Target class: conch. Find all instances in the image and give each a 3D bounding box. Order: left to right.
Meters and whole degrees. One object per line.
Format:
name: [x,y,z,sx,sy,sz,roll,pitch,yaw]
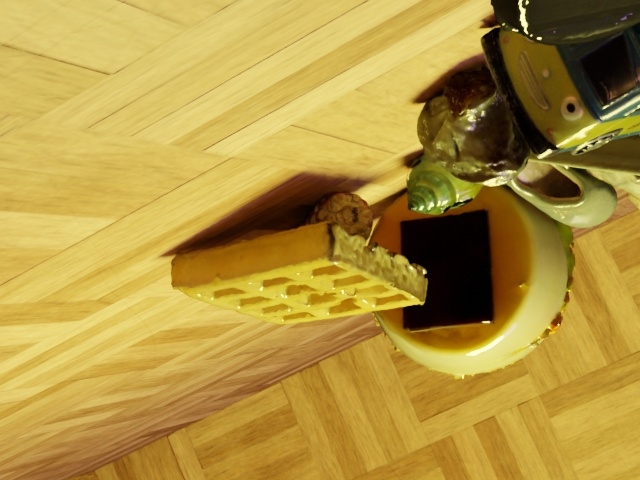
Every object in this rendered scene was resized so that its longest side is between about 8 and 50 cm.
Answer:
conch: [0.157,-0.079,1.609,0.095,0.079,0.201,-8,-173,28]

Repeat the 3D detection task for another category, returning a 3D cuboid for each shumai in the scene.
shumai: [0.158,-0.122,1.295,0.099,0.124,0.087,-48,161,-30]

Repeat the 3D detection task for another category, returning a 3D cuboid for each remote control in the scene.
remote control: [0.278,-0.103,1.396,0.309,0.038,0.090,10,-155,35]

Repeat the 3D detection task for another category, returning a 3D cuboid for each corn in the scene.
corn: [0.000,0.000,1.640,0.079,0.079,0.237,-20,173,-21]

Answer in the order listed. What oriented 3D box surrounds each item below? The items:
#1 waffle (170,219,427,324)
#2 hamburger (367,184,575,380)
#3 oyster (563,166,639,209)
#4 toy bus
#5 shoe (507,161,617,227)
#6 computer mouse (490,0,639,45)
waffle: [-0.021,0.046,1.548,0.221,0.055,0.248,-12,161,29]
hamburger: [0.200,0.046,1.766,0.294,0.276,0.179,-10,163,19]
oyster: [0.376,-0.114,1.589,0.133,0.198,0.337,-14,171,38]
toy bus: [0.303,-0.178,1.212,0.287,0.138,0.175,-14,167,-46]
shoe: [0.311,-0.060,1.653,0.195,0.078,0.079,27,107,-30]
computer mouse: [0.202,-0.237,0.835,0.168,0.087,0.295,-14,155,-20]
